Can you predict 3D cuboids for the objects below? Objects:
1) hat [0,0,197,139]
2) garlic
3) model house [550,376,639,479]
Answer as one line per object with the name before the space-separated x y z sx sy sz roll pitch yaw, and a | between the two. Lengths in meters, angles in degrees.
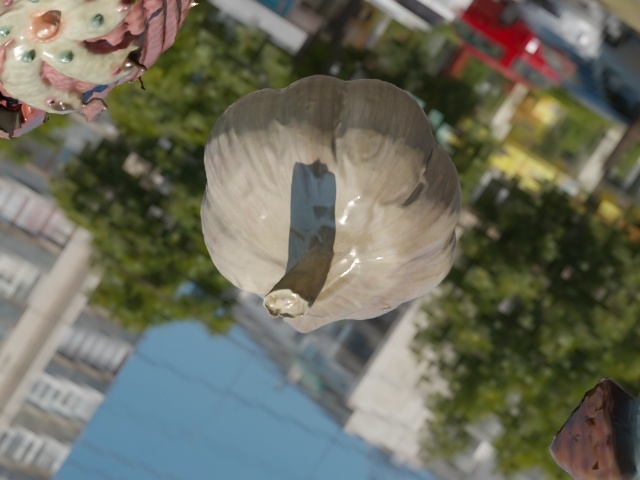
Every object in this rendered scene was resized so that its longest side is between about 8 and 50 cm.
hat | -0.124 -0.122 0.936 0.107 0.237 0.286 61 156 8
garlic | 0.000 0.000 1.392 0.219 0.218 0.212 31 -143 -13
model house | 0.308 0.067 1.137 0.329 0.251 0.295 -9 164 14
